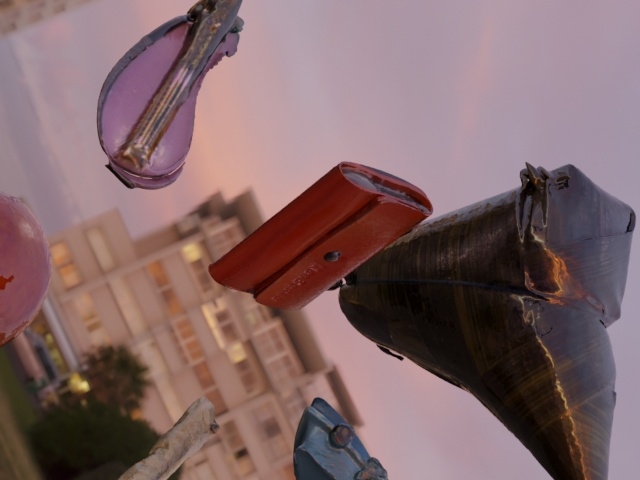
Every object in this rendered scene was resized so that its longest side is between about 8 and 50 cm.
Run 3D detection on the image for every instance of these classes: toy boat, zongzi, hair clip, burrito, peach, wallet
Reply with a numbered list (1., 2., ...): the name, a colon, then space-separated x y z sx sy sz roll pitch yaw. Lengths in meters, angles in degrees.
1. toy boat: 0.041 0.269 1.310 0.109 0.098 0.238 -13 -66 36
2. zongzi: 0.181 0.158 1.509 0.403 0.208 0.432 -19 -125 40
3. hair clip: -0.184 -0.201 1.538 0.096 0.358 0.110 -4 -47 35
4. burrito: -0.162 0.224 1.270 0.041 0.185 0.045 49 -54 0
5. peach: -0.512 0.033 1.746 0.281 0.281 0.238 60 -39 18
6. wallet: 0.000 0.000 1.289 0.142 0.204 0.045 19 44 -44

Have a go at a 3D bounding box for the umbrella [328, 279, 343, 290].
1. umbrella: -0.015 0.052 1.732 0.133 0.031 0.036 -1 -55 59
